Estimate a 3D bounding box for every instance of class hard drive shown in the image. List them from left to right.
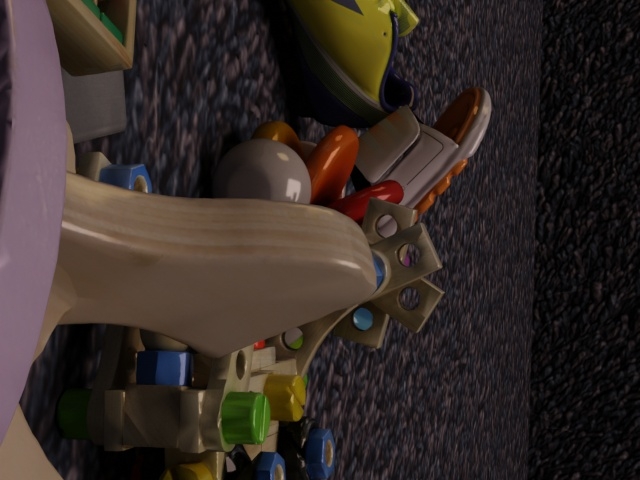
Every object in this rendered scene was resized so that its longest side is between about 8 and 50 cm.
[{"bbox_3d":[-0.143,-0.099,0.772,0.135,0.022,0.094,-34,122,-72],"label":"hard drive"}]

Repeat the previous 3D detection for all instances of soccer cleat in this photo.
[{"bbox_3d":[0.017,-0.209,1.170,0.289,0.121,0.093,74,22,-46],"label":"soccer cleat"}]

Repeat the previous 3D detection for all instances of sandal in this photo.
[{"bbox_3d":[0.040,-0.040,1.192,0.265,0.076,0.102,-50,-166,-4],"label":"sandal"}]

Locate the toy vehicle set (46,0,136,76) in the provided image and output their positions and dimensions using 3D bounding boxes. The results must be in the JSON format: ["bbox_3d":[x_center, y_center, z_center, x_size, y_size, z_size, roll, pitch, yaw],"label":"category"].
[{"bbox_3d":[-0.154,-0.207,0.657,0.267,0.035,0.166,47,39,-64],"label":"toy vehicle set"}]

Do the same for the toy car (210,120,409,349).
[{"bbox_3d":[0.000,0.000,1.078,0.159,0.136,0.182,-16,105,-74],"label":"toy car"}]

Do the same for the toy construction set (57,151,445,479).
[{"bbox_3d":[-0.047,0.058,0.892,0.327,0.151,0.215,-2,90,-59],"label":"toy construction set"}]

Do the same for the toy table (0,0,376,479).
[{"bbox_3d":[-0.125,0.014,0.466,0.161,0.252,0.274,48,36,-52],"label":"toy table"}]
